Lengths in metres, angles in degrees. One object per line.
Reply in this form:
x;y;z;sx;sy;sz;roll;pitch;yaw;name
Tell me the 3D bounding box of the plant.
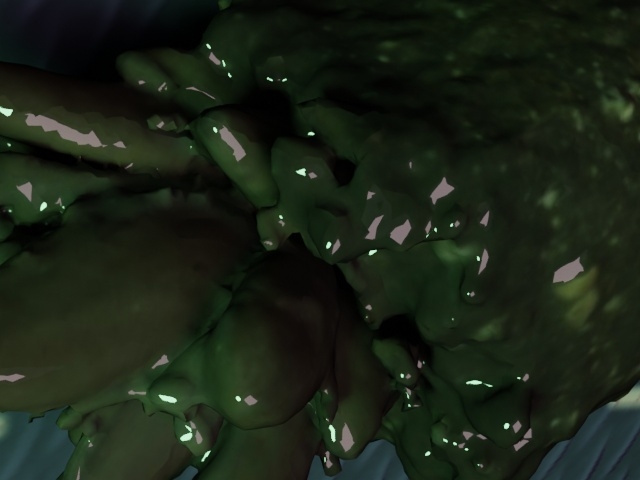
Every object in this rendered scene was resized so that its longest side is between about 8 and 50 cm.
0.000;0.000;0.524;0.320;0.181;0.194;-26;128;-20;plant
